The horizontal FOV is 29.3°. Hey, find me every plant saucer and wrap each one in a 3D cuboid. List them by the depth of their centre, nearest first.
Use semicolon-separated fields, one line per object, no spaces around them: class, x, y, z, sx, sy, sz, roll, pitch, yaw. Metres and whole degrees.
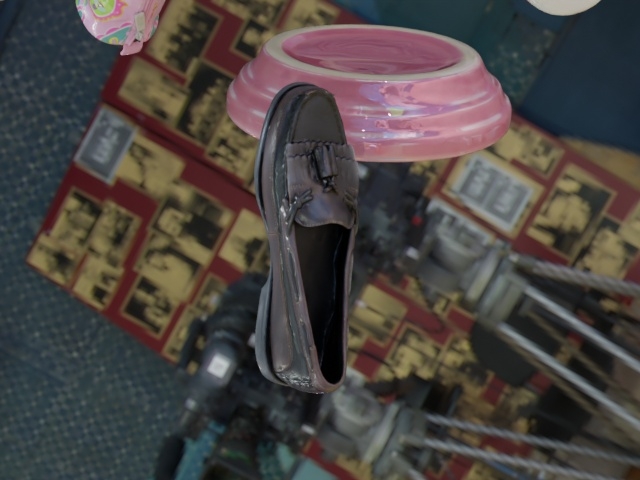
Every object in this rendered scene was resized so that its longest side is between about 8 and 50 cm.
plant saucer;0.058;-0.183;1.419;0.332;0.332;0.084;-68;-17;-65

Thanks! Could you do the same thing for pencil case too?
pencil case;-0.225;-0.369;1.568;0.284;0.124;0.124;-54;8;47

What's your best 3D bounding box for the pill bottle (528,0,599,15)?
pill bottle;0.345;-0.493;1.977;0.176;0.176;0.318;-61;25;19

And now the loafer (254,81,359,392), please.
loafer;0.000;0.000;1.188;0.095;0.109;0.303;14;104;54
